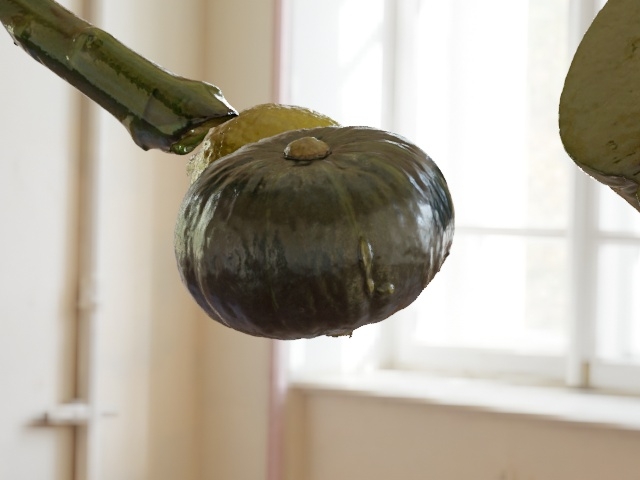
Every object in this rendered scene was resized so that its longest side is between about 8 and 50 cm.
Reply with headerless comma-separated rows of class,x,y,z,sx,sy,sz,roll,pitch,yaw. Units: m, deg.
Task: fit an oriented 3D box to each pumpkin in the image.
pumpkin,-0.001,-0.002,1.370,0.212,0.152,0.211,-9,28,5

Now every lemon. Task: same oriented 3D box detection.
lemon,-0.035,-0.044,1.950,0.231,0.192,0.192,25,8,13

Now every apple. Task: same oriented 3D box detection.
apple,0.402,-0.145,1.707,0.311,0.360,0.320,43,-4,3

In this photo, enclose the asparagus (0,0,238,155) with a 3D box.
asparagus,-0.222,-0.177,1.881,0.343,0.085,0.082,31,52,27
